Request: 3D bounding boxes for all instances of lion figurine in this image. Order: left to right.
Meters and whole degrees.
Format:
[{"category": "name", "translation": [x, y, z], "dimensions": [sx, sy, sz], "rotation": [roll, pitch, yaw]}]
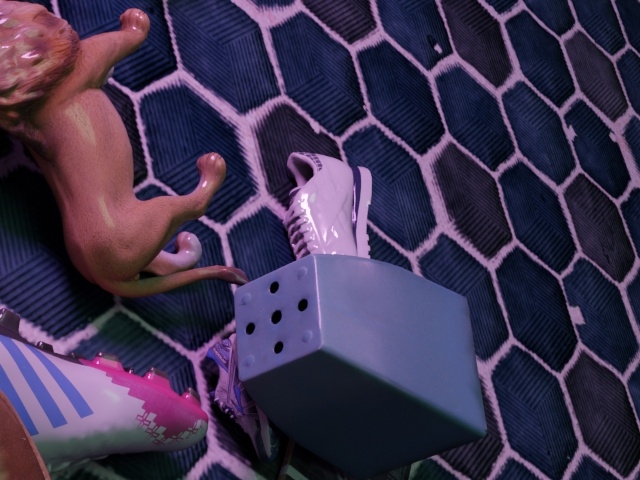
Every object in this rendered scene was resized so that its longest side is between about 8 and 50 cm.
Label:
[{"category": "lion figurine", "translation": [-0.226, -0.077, 1.362], "dimensions": [0.392, 0.142, 0.240], "rotation": [57, 39, -5]}]

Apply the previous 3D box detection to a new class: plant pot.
[{"category": "plant pot", "translation": [0.027, 0.117, 1.435], "dimensions": [0.234, 0.165, 0.166], "rotation": [30, 44, -45]}]

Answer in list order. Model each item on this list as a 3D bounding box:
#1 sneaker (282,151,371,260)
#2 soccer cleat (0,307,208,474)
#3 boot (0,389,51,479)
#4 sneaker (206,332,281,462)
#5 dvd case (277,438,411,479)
[{"category": "sneaker", "translation": [0.000, 0.000, 1.630], "dimensions": [0.095, 0.090, 0.235], "rotation": [21, 46, -23]}, {"category": "soccer cleat", "translation": [-0.242, 0.154, 1.226], "dimensions": [0.331, 0.116, 0.143], "rotation": [28, 71, -40]}, {"category": "boot", "translation": [-0.235, 0.246, 1.074], "dimensions": [0.112, 0.115, 0.305], "rotation": [-13, 89, -26]}, {"category": "sneaker", "translation": [-0.079, 0.162, 1.439], "dimensions": [0.052, 0.058, 0.135], "rotation": [9, 64, -78]}, {"category": "dvd case", "translation": [0.036, 0.225, 1.553], "dimensions": [0.164, 0.018, 0.221], "rotation": [42, 39, -23]}]
